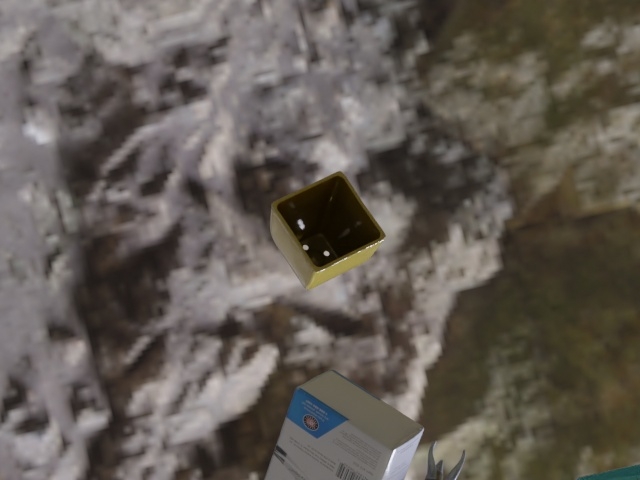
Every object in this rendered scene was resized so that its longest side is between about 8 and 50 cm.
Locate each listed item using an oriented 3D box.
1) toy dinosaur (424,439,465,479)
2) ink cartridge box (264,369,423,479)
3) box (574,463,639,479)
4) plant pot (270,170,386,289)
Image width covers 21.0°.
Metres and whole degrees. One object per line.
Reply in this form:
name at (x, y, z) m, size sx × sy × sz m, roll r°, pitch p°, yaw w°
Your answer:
toy dinosaur at (0.156, 0.402, 2.015) m, size 0.313 × 0.121 × 0.160 m, roll 56°, pitch -45°, yaw 39°
ink cartridge box at (0.018, 0.270, 2.001) m, size 0.082 × 0.139 × 0.191 m, roll -25°, pitch 140°, yaw -52°
box at (0.383, 0.290, 1.960) m, size 0.100 × 0.244 × 0.060 m, roll 125°, pitch -49°, yaw -56°
plant pot at (0.000, 0.000, 1.625) m, size 0.081 × 0.081 × 0.083 m, roll 56°, pitch -24°, yaw 17°
